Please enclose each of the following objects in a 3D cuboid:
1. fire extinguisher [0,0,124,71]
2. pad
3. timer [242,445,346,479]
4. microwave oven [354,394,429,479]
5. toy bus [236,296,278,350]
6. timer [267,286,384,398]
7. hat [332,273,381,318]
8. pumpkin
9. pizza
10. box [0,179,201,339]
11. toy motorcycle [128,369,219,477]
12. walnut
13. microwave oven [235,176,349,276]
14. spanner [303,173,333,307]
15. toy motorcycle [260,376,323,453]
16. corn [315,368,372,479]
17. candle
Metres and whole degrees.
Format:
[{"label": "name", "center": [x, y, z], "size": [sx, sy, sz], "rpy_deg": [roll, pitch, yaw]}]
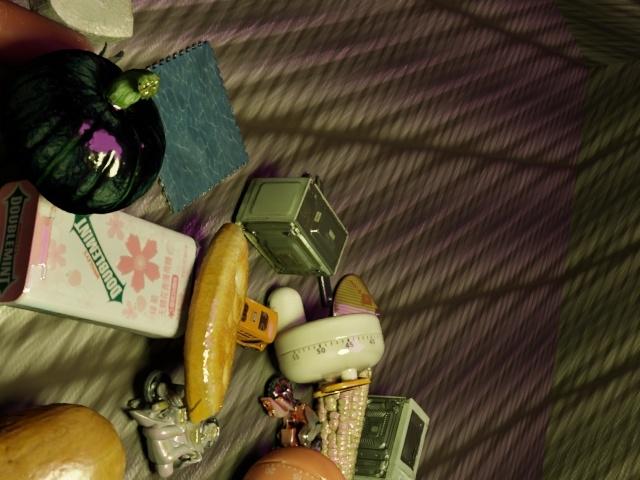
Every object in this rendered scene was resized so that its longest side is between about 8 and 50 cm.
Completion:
[{"label": "fire extinguisher", "center": [-0.423, -0.296, 1.338], "size": [0.269, 0.104, 0.105], "rpy_deg": [17, 74, -54]}, {"label": "pad", "center": [-0.246, -0.220, 1.686], "size": [0.269, 0.012, 0.270], "rpy_deg": [-45, 125, -48]}, {"label": "timer", "center": [-0.056, 0.526, 1.733], "size": [0.215, 0.229, 0.230], "rpy_deg": [-51, 129, -45]}, {"label": "microwave oven", "center": [0.151, 0.486, 2.107], "size": [0.122, 0.162, 0.208], "rpy_deg": [51, 47, -42]}, {"label": "toy bus", "center": [-0.148, 0.157, 1.741], "size": [0.194, 0.088, 0.083], "rpy_deg": [34, 59, -50]}, {"label": "timer", "center": [0.011, 0.201, 1.861], "size": [0.233, 0.233, 0.240], "rpy_deg": [7, 67, -56]}, {"label": "hat", "center": [0.108, 0.178, 2.129], "size": [0.193, 0.082, 0.193], "rpy_deg": [1, 88, -60]}, {"label": "pumpkin", "center": [-0.314, -0.173, 1.268], "size": [0.248, 0.248, 0.248], "rpy_deg": [5, 84, -56]}, {"label": "pizza", "center": [-0.183, 0.142, 1.559], "size": [0.182, 0.073, 0.366], "rpy_deg": [69, 26, -71]}, {"label": "box", "center": [-0.352, 0.043, 1.427], "size": [0.369, 0.112, 0.190], "rpy_deg": [27, 66, -55]}, {"label": "toy motorcycle", "center": [-0.263, 0.339, 1.572], "size": [0.225, 0.073, 0.152], "rpy_deg": [54, 49, -41]}, {"label": "walnut", "center": [-0.411, 0.333, 1.239], "size": [0.297, 0.203, 0.203], "rpy_deg": [-16, 101, -52]}, {"label": "microwave oven", "center": [-0.056, -0.021, 1.827], "size": [0.205, 0.163, 0.129], "rpy_deg": [53, 49, -45]}, {"label": "spanner", "center": [0.000, 0.000, 2.037], "size": [0.087, 0.024, 0.316], "rpy_deg": [-28, 111, -61]}, {"label": "toy motorcycle", "center": [-0.062, 0.394, 1.866], "size": [0.118, 0.084, 0.213], "rpy_deg": [-50, 121, -44]}, {"label": "corn", "center": [0.038, 0.424, 1.984], "size": [0.126, 0.126, 0.335], "rpy_deg": [23, 72, -54]}, {"label": "candle", "center": [-0.374, -0.394, 1.450], "size": [0.168, 0.068, 0.192], "rpy_deg": [55, 47, -35]}]
